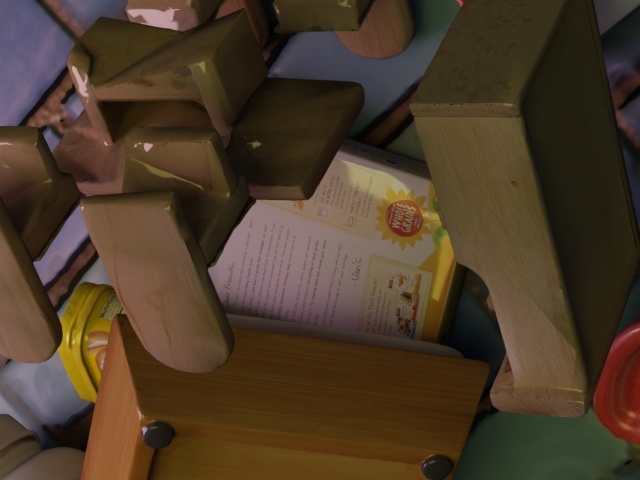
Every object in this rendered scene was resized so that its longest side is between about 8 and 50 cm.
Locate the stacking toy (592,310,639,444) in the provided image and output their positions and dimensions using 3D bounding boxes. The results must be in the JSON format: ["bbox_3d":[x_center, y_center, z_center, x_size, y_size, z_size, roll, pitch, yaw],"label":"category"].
[{"bbox_3d":[0.365,0.143,1.248,0.309,0.130,0.279,22,138,19],"label":"stacking toy"}]

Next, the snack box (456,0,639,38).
[{"bbox_3d":[0.181,-0.238,1.210,0.207,0.070,0.174,-40,88,25],"label":"snack box"}]

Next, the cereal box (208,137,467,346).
[{"bbox_3d":[0.000,0.000,1.366,0.240,0.047,0.173,20,112,17],"label":"cereal box"}]

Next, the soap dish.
[{"bbox_3d":[-0.034,0.175,1.306,0.291,0.118,0.229,8,129,-11],"label":"soap dish"}]

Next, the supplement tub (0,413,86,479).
[{"bbox_3d":[-0.211,0.330,1.440,0.331,0.241,0.241,38,116,9],"label":"supplement tub"}]

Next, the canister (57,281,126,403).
[{"bbox_3d":[-0.121,0.103,1.410,0.170,0.073,0.126,12,148,17],"label":"canister"}]

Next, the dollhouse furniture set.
[{"bbox_3d":[-0.001,-0.042,1.180,0.394,0.362,0.256,2,132,27],"label":"dollhouse furniture set"}]
